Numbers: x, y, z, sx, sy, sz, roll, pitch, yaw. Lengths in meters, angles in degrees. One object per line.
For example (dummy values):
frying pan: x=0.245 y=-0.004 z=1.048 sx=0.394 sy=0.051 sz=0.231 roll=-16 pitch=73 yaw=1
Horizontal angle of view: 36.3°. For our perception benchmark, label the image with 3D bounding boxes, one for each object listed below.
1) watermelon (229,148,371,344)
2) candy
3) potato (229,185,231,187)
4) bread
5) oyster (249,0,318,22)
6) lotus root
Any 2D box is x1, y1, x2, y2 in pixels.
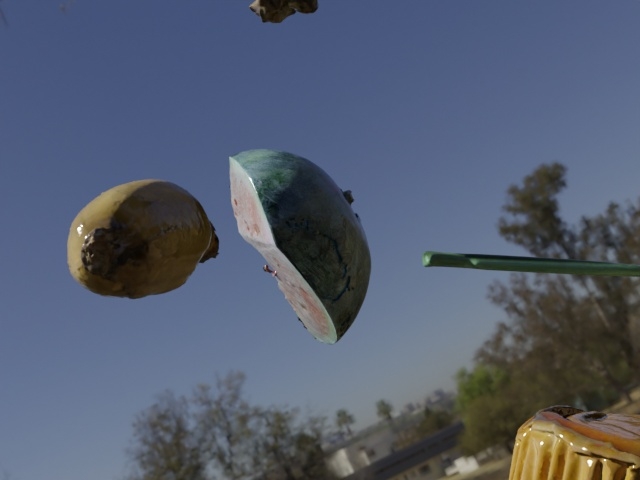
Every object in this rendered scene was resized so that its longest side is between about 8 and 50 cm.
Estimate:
watermelon: x=0.004 y=-0.004 z=1.441 sx=0.175 sy=0.321 sz=0.188 roll=-41 pitch=26 yaw=-15
candy: x=0.332 y=0.033 z=1.135 sx=0.440 sy=0.119 sz=0.119 roll=3 pitch=-20 yaw=-9
potato: x=-0.086 y=-0.098 z=1.593 sx=0.086 sy=0.061 sz=0.122 roll=-49 pitch=-14 yaw=22
bread: x=0.220 y=0.177 z=0.647 sx=0.199 sy=0.104 sz=0.199 roll=12 pitch=-1 yaw=0
oyster: x=-0.096 y=-0.455 z=1.339 sx=0.198 sy=0.133 sz=0.336 roll=-11 pitch=-49 yaw=0
lotus root: x=-0.224 y=-0.001 z=1.212 sx=0.146 sy=0.131 sz=0.303 roll=-56 pitch=-11 yaw=13
